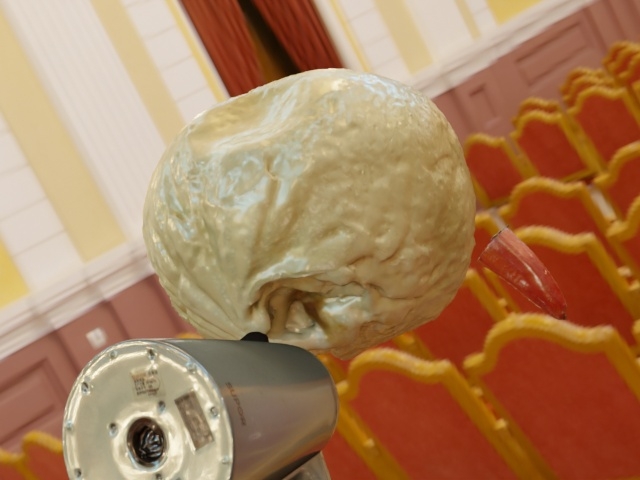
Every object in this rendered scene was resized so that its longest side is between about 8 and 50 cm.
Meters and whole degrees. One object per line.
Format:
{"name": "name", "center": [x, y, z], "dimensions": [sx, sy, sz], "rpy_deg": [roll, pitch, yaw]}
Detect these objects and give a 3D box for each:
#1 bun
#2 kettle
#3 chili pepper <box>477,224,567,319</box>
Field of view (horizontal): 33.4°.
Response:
{"name": "bun", "center": [0.000, 0.000, 1.117], "dimensions": [0.349, 0.352, 0.227], "rpy_deg": [-40, 43, 28]}
{"name": "kettle", "center": [-0.070, 0.179, 0.909], "dimensions": [0.160, 0.211, 0.243], "rpy_deg": [-32, -15, 23]}
{"name": "chili pepper", "center": [0.328, 0.064, 1.686], "dimensions": [0.065, 0.169, 0.088], "rpy_deg": [-38, -13, -27]}
